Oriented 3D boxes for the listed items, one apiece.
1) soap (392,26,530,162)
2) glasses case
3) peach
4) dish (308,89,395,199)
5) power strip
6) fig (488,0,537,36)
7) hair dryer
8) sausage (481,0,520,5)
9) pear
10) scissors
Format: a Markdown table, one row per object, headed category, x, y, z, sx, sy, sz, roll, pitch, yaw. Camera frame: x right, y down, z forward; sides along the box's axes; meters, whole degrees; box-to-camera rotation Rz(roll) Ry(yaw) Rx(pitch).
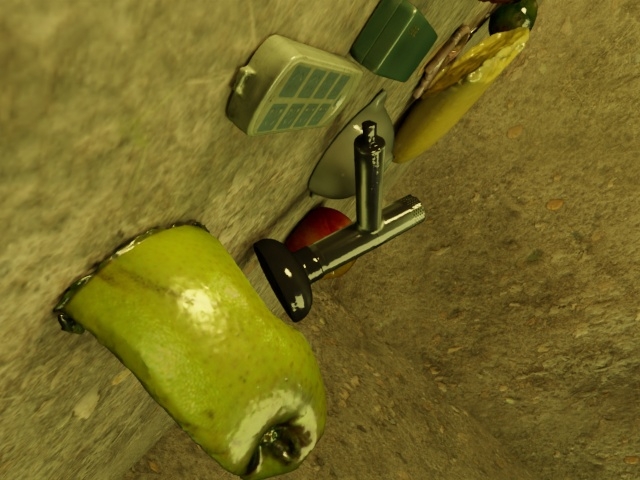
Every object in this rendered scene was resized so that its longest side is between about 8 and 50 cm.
| category | x | y | z | sx | sy | sz | roll | pitch | yaw |
| --- | --- | --- | --- | --- | --- | --- | --- | --- | --- |
| soap | 0.326 | -0.358 | 1.066 | 0.306 | 0.115 | 0.427 | -47 | 177 | -27 |
| glasses case | 0.098 | -0.245 | 0.509 | 0.078 | 0.039 | 0.184 | -52 | 173 | 27 |
| peach | 0.000 | 0.000 | 0.997 | 0.190 | 0.192 | 0.190 | -18 | 134 | -20 |
| dish | 0.083 | -0.152 | 0.761 | 0.228 | 0.086 | 0.236 | -45 | 173 | -32 |
| power strip | -0.011 | -0.145 | 0.399 | 0.080 | 0.029 | 0.227 | -52 | 173 | 28 |
| fig | 0.489 | -0.571 | 1.022 | 0.177 | 0.117 | 0.117 | -61 | 180 | -26 |
| hair dryer | 0.017 | -0.050 | 0.690 | 0.320 | 0.156 | 0.284 | -34 | 130 | -8 |
| sausage | 0.212 | -0.355 | 0.387 | 0.102 | 0.102 | 0.330 | -49 | 174 | 0 |
| pear | -0.096 | 0.122 | 0.425 | 0.164 | 0.255 | 0.238 | -44 | 168 | -24 |
| scissors | 0.320 | -0.447 | 0.916 | 0.317 | 0.024 | 0.160 | -47 | 172 | -15 |
